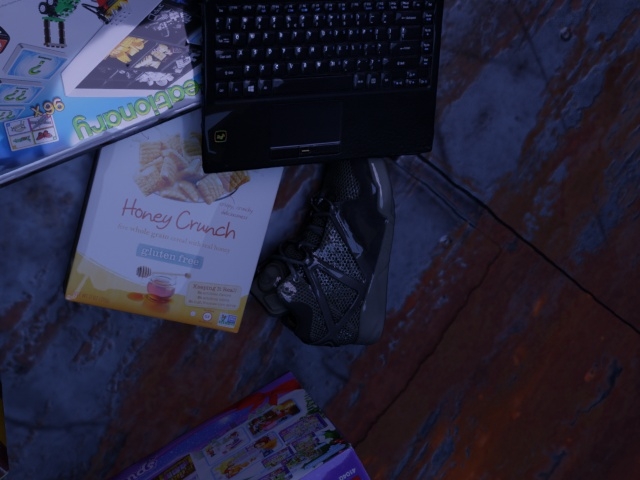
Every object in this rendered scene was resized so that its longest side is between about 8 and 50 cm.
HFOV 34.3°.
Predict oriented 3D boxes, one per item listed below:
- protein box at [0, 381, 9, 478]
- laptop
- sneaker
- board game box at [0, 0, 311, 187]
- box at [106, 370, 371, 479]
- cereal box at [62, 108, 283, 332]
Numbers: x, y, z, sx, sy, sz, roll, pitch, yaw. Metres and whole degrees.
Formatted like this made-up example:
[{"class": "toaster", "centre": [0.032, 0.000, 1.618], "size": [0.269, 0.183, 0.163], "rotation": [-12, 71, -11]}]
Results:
[{"class": "protein box", "centre": [-0.387, 0.171, 0.868], "size": [0.201, 0.200, 0.136], "rotation": [-38, 112, -6]}, {"class": "laptop", "centre": [0.033, -0.175, 0.849], "size": [0.234, 0.136, 0.264], "rotation": [-7, 112, -24]}, {"class": "sneaker", "centre": [0.000, 0.000, 1.016], "size": [0.130, 0.087, 0.228], "rotation": [-4, 110, -24]}, {"class": "board game box", "centre": [-0.179, -0.188, 0.887], "size": [0.305, 0.053, 0.193], "rotation": [-24, 95, -17]}, {"class": "box", "centre": [-0.114, 0.251, 0.980], "size": [0.293, 0.201, 0.057], "rotation": [-30, 110, -9]}, {"class": "cereal box", "centre": [-0.131, -0.045, 0.980], "size": [0.173, 0.047, 0.240], "rotation": [12, 100, -18]}]
